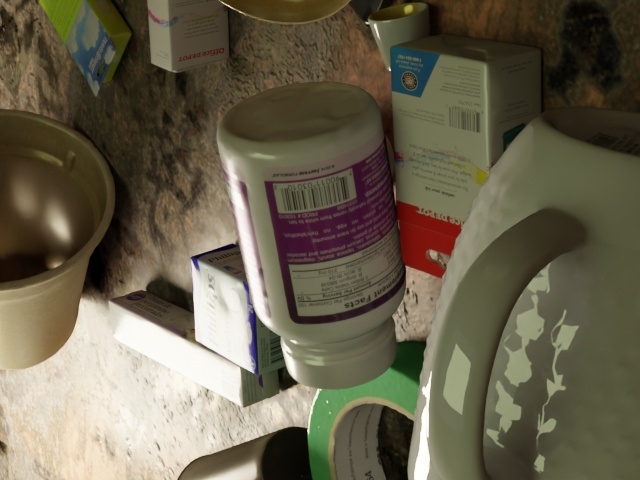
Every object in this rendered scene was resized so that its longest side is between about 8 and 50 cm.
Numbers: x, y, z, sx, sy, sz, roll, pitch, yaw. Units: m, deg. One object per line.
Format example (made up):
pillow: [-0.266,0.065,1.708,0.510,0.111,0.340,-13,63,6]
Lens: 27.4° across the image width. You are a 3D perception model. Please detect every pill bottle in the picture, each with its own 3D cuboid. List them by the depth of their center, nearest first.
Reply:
pill bottle: [0.000,0.000,1.373,0.169,0.169,0.301,23,133,45]

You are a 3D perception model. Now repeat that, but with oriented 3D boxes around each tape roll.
tape roll: [0.114,0.278,1.489,0.321,0.077,0.321,26,125,43]

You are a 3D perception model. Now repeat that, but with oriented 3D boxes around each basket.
basket: [-0.078,0.340,1.702,0.227,0.154,0.204,-40,47,47]

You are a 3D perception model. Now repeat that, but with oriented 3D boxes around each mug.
mug: [0.201,0.077,1.042,0.276,0.374,0.328,21,112,34]
mug: [0.087,-0.205,1.333,0.062,0.078,0.064,-6,113,20]

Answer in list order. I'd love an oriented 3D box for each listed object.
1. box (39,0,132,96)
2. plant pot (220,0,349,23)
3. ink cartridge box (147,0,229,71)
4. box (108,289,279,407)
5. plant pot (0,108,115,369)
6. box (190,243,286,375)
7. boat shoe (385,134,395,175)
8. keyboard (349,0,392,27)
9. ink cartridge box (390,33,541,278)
box: [-0.323,-0.301,1.813,0.178,0.042,0.109,57,142,17]
plant pot: [-0.057,-0.328,1.354,0.236,0.032,0.236,16,140,14]
ink cartridge box: [-0.159,-0.273,1.578,0.052,0.089,0.122,24,124,44]
box: [-0.180,0.145,1.816,0.324,0.063,0.067,19,118,47]
plant pot: [-0.478,0.025,1.970,0.334,0.334,0.305,50,151,26]
box: [-0.097,0.086,1.676,0.137,0.072,0.126,23,122,46]
boat shoe: [-0.003,-0.065,1.484,0.233,0.079,0.084,-20,89,51]
keyboard: [0.025,-0.320,1.378,0.180,0.023,0.108,53,147,21]
ink cartridge box: [0.143,-0.077,1.287,0.134,0.078,0.231,20,121,47]
